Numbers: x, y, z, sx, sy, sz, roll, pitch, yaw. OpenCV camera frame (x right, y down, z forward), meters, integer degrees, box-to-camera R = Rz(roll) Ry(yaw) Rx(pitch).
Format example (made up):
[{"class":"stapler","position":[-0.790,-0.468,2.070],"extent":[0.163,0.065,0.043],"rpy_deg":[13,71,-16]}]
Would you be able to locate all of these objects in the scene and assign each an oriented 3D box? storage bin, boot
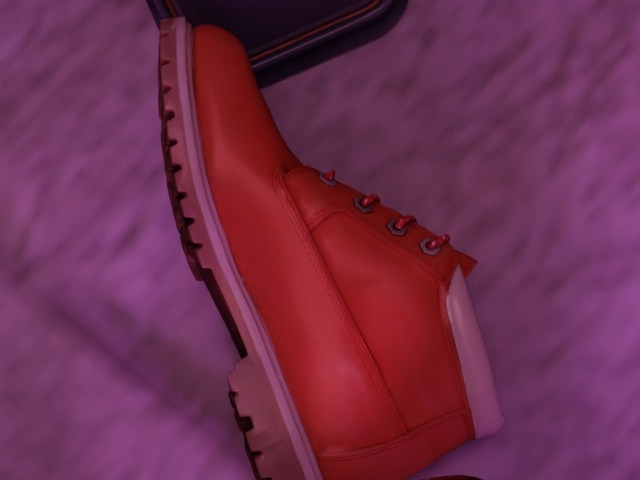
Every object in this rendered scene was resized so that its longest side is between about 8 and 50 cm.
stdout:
[{"class":"storage bin","position":[-0.038,-0.127,0.540],"extent":[0.098,0.091,0.135],"rpy_deg":[-24,72,-3]},{"class":"boot","position":[0.000,0.000,0.516],"extent":[0.084,0.059,0.158],"rpy_deg":[-19,86,-5]}]

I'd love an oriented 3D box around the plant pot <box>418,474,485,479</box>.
[{"class":"plant pot","position":[-0.011,0.207,0.367],"extent":[0.267,0.267,0.236],"rpy_deg":[-16,59,0]}]
